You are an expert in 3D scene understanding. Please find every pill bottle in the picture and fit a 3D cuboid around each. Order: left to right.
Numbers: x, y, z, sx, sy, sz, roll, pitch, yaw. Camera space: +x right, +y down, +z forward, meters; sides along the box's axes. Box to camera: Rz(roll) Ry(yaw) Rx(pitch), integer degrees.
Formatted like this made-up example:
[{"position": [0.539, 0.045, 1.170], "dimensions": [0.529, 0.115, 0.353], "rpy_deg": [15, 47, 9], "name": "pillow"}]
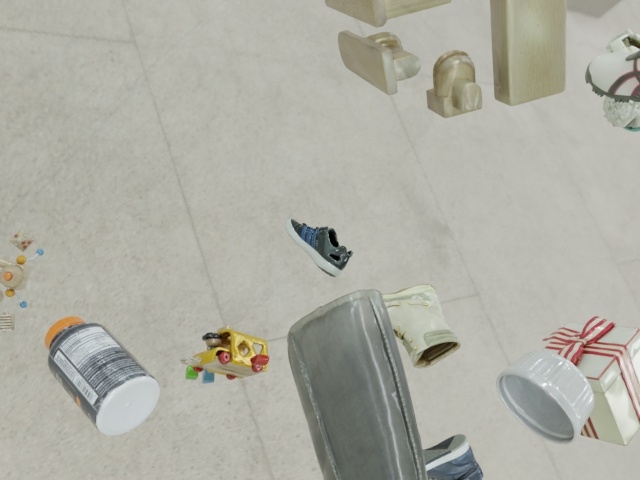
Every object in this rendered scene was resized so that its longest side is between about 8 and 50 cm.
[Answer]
[{"position": [-0.420, 0.240, 1.204], "dimensions": [0.130, 0.130, 0.246], "rpy_deg": [-19, 41, -42], "name": "pill bottle"}]

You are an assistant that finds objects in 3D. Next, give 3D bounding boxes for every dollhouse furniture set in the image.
[{"position": [0.094, -0.183, 0.516], "dimensions": [0.151, 0.144, 0.123], "rpy_deg": [-17, 30, -10], "name": "dollhouse furniture set"}]

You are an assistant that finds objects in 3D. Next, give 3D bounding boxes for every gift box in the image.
[{"position": [0.726, 0.375, 1.763], "dimensions": [0.255, 0.276, 0.258], "rpy_deg": [-37, 109, -34], "name": "gift box"}]

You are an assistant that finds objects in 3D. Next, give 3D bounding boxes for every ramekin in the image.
[{"position": [0.512, 0.345, 1.451], "dimensions": [0.109, 0.207, 0.207], "rpy_deg": [-38, 89, -24], "name": "ramekin"}]

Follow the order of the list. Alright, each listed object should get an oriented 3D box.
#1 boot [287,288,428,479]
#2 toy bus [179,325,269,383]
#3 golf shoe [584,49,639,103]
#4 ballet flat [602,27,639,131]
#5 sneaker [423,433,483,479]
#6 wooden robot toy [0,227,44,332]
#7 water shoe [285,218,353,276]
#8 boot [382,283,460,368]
[{"position": [0.014, 0.163, 0.443], "dimensions": [0.076, 0.189, 0.208], "rpy_deg": [-4, 61, -47], "name": "boot"}, {"position": [-0.214, 0.250, 1.464], "dimensions": [0.191, 0.202, 0.104], "rpy_deg": [0, 63, -6], "name": "toy bus"}, {"position": [0.494, -0.254, 0.916], "dimensions": [0.105, 0.273, 0.120], "rpy_deg": [-27, 120, -13], "name": "golf shoe"}, {"position": [0.636, -0.346, 1.328], "dimensions": [0.147, 0.147, 0.409], "rpy_deg": [44, 34, -6], "name": "ballet flat"}, {"position": [0.304, 0.610, 1.647], "dimensions": [0.163, 0.226, 0.086], "rpy_deg": [61, 15, -14], "name": "sneaker"}, {"position": [-0.510, 0.063, 1.042], "dimensions": [0.076, 0.079, 0.173], "rpy_deg": [16, 84, -13], "name": "wooden robot toy"}, {"position": [0.000, 0.000, 1.421], "dimensions": [0.203, 0.080, 0.073], "rpy_deg": [46, 7, 39], "name": "water shoe"}, {"position": [0.156, 0.186, 1.290], "dimensions": [0.213, 0.077, 0.165], "rpy_deg": [-18, 45, -1], "name": "boot"}]
